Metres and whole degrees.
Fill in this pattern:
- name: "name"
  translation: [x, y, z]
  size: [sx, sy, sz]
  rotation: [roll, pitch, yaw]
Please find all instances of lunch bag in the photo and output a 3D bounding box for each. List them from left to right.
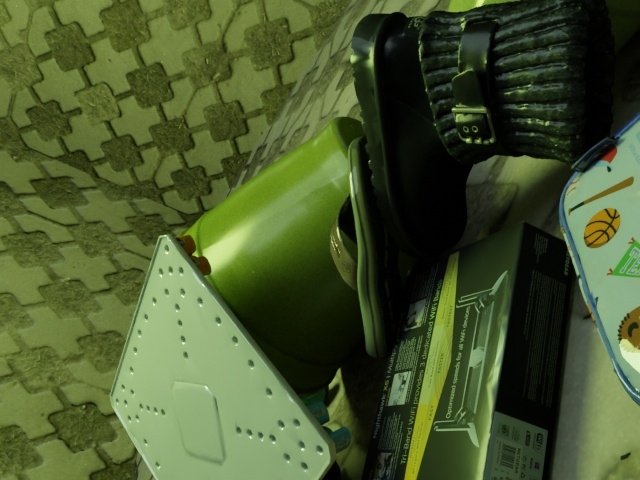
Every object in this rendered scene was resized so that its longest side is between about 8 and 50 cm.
- name: "lunch bag"
  translation: [0.320, -0.017, 0.521]
  size: [0.243, 0.115, 0.303]
  rotation: [-50, 25, 36]

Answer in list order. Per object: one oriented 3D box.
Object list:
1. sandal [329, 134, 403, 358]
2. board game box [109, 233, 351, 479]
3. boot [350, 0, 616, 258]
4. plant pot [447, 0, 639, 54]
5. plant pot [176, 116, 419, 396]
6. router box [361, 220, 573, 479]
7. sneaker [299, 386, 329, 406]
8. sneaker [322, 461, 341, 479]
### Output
- name: "sandal"
  translation: [0.054, 0.015, 0.886]
  size: [0.120, 0.086, 0.302]
  rotation: [-30, -59, -59]
- name: "board game box"
  translation: [-0.156, 0.250, 0.957]
  size: [0.390, 0.050, 0.390]
  rotation: [47, 130, 27]
- name: "boot"
  translation: [0.190, -0.104, 0.759]
  size: [0.260, 0.348, 0.131]
  rotation: [8, 46, 31]
- name: "plant pot"
  translation: [0.261, -0.272, 0.820]
  size: [0.276, 0.276, 0.254]
  rotation: [-86, 15, -47]
- name: "plant pot"
  translation: [0.000, 0.000, 1.095]
  size: [0.353, 0.366, 0.366]
  rotation: [-46, 25, 25]
- name: "router box"
  translation: [0.166, 0.158, 0.785]
  size: [0.243, 0.081, 0.308]
  rotation: [-31, 39, 62]
- name: "sneaker"
  translation: [-0.054, 0.296, 1.250]
  size: [0.223, 0.083, 0.098]
  rotation: [-55, 16, 33]
- name: "sneaker"
  translation: [-0.037, 0.427, 0.971]
  size: [0.130, 0.087, 0.227]
  rotation: [66, -132, -76]
